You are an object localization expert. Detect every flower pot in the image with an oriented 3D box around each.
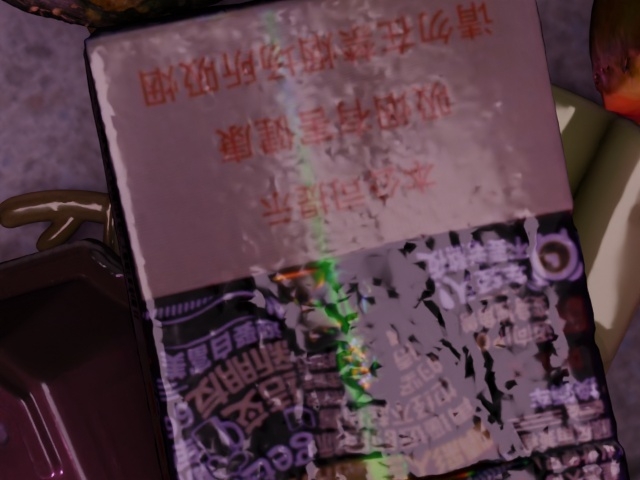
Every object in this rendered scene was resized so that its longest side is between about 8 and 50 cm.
[{"bbox_3d":[-0.124,0.135,0.933,0.179,0.084,0.251,-15,99,37],"label":"flower pot"}]

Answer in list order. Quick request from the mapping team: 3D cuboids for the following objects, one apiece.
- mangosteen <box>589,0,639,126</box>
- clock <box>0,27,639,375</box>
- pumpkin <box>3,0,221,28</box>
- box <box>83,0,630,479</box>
[{"bbox_3d":[0.324,-0.011,0.820,0.381,0.381,0.421,-30,102,2],"label":"mangosteen"},{"bbox_3d":[0.000,0.000,0.961,0.308,0.096,0.235,24,96,-2],"label":"clock"},{"bbox_3d":[-0.093,-0.185,0.909,0.190,0.146,0.190,-7,72,22],"label":"pumpkin"},{"bbox_3d":[0.018,0.044,0.859,0.198,0.084,0.310,-12,92,-10],"label":"box"}]
